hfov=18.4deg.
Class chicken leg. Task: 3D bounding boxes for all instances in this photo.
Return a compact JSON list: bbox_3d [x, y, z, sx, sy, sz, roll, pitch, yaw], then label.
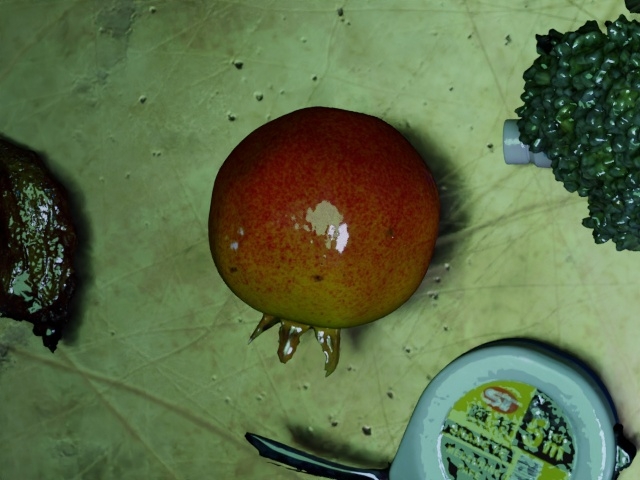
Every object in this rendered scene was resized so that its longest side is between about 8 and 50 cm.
[{"bbox_3d":[-0.299,0.000,2.031,0.105,0.063,0.233,-3,88,10],"label":"chicken leg"}]

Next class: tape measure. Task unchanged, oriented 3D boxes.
[{"bbox_3d":[0.122,0.178,1.906,0.351,0.098,0.215,24,99,10],"label":"tape measure"}]

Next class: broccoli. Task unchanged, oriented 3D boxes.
[{"bbox_3d":[0.330,-0.105,1.782,0.288,0.246,0.248,53,137,28],"label":"broccoli"}]

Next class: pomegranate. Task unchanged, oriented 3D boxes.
[{"bbox_3d":[0.000,0.000,1.883,0.221,0.221,0.256,8,101,14],"label":"pomegranate"}]

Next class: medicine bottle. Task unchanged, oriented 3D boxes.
[{"bbox_3d":[0.222,-0.096,1.901,0.089,0.052,0.052,-1,91,14],"label":"medicine bottle"}]

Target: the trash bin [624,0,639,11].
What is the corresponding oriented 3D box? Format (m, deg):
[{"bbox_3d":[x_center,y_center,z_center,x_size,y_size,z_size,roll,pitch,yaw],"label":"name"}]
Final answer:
[{"bbox_3d":[0.413,-0.310,1.789,0.290,0.182,0.209,-5,85,9],"label":"trash bin"}]
